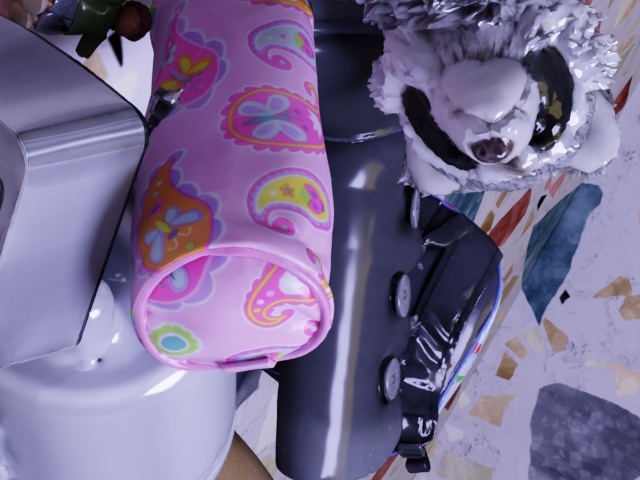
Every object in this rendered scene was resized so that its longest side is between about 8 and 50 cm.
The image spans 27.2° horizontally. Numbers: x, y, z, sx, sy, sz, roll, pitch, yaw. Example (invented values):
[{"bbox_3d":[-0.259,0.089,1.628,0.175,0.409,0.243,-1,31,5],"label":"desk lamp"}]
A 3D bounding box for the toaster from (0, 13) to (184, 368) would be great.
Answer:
[{"bbox_3d":[-0.196,-0.039,0.748,0.110,0.168,0.185,-24,143,-57],"label":"toaster"}]

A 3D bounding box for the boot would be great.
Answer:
[{"bbox_3d":[0.001,0.000,1.150,0.367,0.146,0.445,-18,120,-63],"label":"boot"}]

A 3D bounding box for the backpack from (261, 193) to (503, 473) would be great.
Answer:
[{"bbox_3d":[0.071,0.071,1.451,0.263,0.276,0.213,-53,178,5],"label":"backpack"}]

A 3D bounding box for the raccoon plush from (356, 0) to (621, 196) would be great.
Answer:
[{"bbox_3d":[0.144,-0.242,0.955,0.446,0.216,0.299,-63,144,-34],"label":"raccoon plush"}]

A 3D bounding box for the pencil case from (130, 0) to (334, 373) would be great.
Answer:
[{"bbox_3d":[-0.054,-0.053,0.828,0.284,0.124,0.124,-95,-167,-45],"label":"pencil case"}]

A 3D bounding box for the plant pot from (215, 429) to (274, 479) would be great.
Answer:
[{"bbox_3d":[-0.155,0.242,1.263,0.237,0.237,0.254,-47,143,-29],"label":"plant pot"}]

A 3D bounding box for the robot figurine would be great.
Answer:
[{"bbox_3d":[-0.162,0.091,0.987,0.300,0.200,0.353,-35,153,-27],"label":"robot figurine"}]

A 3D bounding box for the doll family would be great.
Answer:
[{"bbox_3d":[-0.114,-0.196,0.811,0.111,0.076,0.193,-1,147,-45],"label":"doll family"}]
